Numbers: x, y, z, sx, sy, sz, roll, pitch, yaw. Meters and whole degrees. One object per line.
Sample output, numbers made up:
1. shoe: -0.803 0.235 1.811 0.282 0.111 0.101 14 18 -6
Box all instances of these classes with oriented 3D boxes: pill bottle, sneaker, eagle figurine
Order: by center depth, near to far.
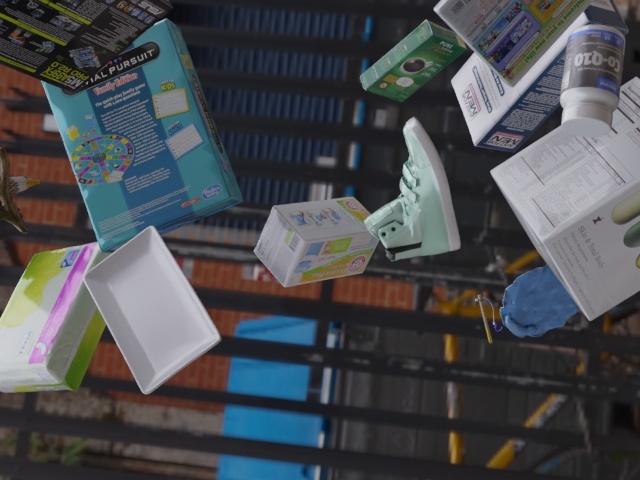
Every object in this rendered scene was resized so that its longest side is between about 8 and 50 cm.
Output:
1. pill bottle: 0.365 -0.213 1.352 0.078 0.078 0.137 83 -163 -73
2. sneaker: 0.140 -0.075 1.703 0.094 0.151 0.255 -102 -5 -64
3. eagle figurine: -0.701 -0.113 2.095 0.225 0.298 0.226 24 -86 -44

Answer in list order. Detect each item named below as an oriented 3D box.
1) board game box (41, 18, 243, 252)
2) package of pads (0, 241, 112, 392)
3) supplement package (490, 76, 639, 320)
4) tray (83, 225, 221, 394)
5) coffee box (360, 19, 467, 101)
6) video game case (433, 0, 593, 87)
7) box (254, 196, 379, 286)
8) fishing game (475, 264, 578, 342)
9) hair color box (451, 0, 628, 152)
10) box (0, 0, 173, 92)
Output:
1. board game box: -0.313 -0.179 1.755 0.079 0.254 0.335 12 -123 -79
2. package of pads: -0.513 0.147 1.926 0.101 0.229 0.296 47 -132 -37
3. supplement package: 0.438 -0.062 1.499 0.199 0.263 0.198 51 -171 -37
4. tray: -0.262 0.107 1.561 0.270 0.145 0.030 53 178 37
5. coffee box: 0.179 -0.343 1.932 0.184 0.113 0.040 -37 58 36
6. video game case: 0.309 -0.374 1.549 0.212 0.193 0.023 -48 30 8
7. box: 0.000 0.000 1.835 0.103 0.203 0.114 47 128 32
8. fishing game: 0.454 0.120 2.066 0.041 0.264 0.189 -112 -3 -53
9. hair color box: 0.398 -0.340 1.873 0.347 0.105 0.173 -50 43 45
10. box: -0.369 -0.323 1.388 0.270 0.216 0.060 17 -137 -60
